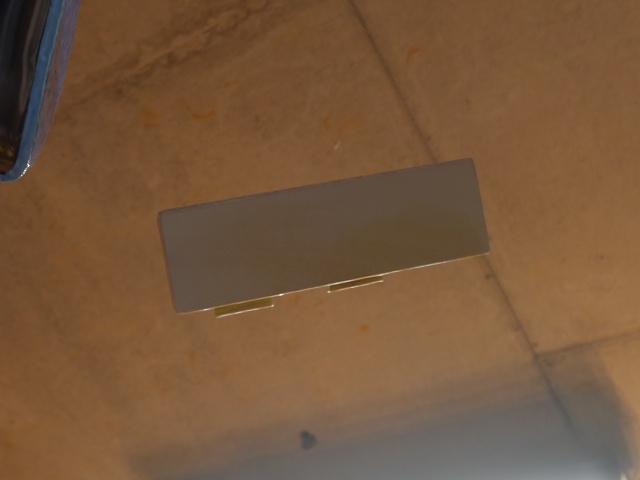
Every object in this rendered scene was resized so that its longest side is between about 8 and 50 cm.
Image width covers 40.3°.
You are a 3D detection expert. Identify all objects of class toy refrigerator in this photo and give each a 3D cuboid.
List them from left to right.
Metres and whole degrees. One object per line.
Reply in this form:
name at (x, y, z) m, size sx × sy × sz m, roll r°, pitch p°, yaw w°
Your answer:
toy refrigerator at (0.000, 0.000, 0.761) m, size 0.269 × 0.102 × 0.094 m, roll -10°, pitch -90°, yaw -12°

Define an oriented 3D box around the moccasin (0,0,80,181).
moccasin at (-0.185, -0.195, 0.489) m, size 0.116 × 0.138 × 0.342 m, roll 16°, pitch -72°, yaw -12°
